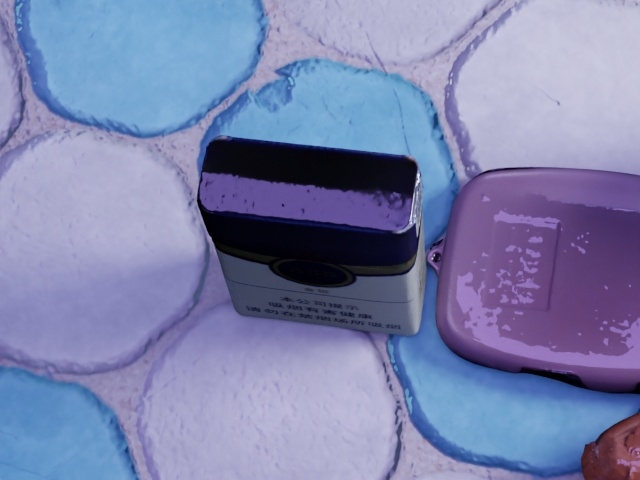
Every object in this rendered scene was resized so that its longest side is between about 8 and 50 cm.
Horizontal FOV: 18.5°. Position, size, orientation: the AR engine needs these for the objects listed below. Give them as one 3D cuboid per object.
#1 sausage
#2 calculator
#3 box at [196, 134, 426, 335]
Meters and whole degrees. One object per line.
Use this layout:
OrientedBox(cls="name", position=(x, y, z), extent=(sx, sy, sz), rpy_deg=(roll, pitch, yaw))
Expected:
OrientedBox(cls="sausage", position=(0.279, 0.169, 1.594), extent=(0.141, 0.076, 0.076), rpy_deg=(-23, 73, -1))
OrientedBox(cls="calculator", position=(0.234, 0.030, 1.654), extent=(0.294, 0.043, 0.194), rpy_deg=(7, 75, 8))
OrientedBox(cls="box", position=(0.000, 0.000, 1.569), extent=(0.168, 0.259, 0.071), rpy_deg=(7, 72, 7))
